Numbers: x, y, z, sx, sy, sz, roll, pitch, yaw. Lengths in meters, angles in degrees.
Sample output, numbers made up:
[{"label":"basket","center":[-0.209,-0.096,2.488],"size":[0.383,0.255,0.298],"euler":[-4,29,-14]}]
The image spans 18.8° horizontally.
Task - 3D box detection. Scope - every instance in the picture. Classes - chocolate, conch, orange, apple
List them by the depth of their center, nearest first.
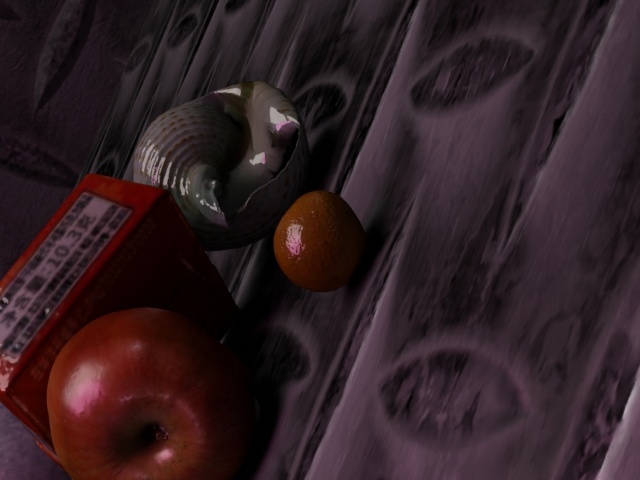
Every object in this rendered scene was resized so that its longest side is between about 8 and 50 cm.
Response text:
[{"label":"orange","center":[0.000,0.000,1.535],"size":[0.085,0.085,0.085],"euler":[-60,15,27]},{"label":"apple","center":[-0.144,0.142,1.639],"size":[0.199,0.199,0.199],"euler":[-60,15,27]},{"label":"chocolate","center":[-0.205,0.082,1.787],"size":[0.237,0.108,0.235],"euler":[-52,-30,-15]},{"label":"conch","center":[-0.087,-0.054,1.848],"size":[0.131,0.172,0.200],"euler":[71,174,-46]}]

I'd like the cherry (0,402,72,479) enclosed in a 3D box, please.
[{"label":"cherry","center":[-0.352,0.290,2.113],"size":[0.296,0.218,0.255],"euler":[-56,9,17]}]
